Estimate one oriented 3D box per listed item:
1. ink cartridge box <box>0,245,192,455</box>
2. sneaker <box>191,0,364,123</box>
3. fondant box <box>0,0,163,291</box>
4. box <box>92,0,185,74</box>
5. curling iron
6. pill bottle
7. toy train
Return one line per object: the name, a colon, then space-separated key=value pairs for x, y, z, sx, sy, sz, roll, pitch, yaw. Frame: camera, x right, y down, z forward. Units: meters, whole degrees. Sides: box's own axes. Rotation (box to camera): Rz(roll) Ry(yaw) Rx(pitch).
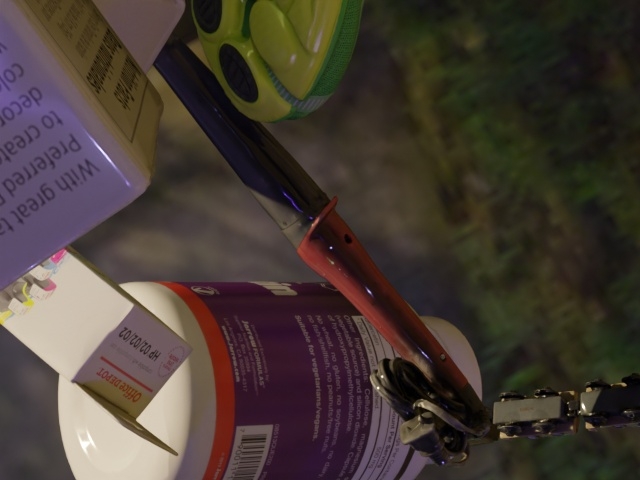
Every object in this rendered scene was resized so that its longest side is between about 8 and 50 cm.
ink cartridge box: x=-0.147 y=0.046 z=1.200 sx=0.181 sy=0.061 sz=0.104 roll=37 pitch=176 yaw=23
sneaker: x=0.014 y=-0.177 z=1.039 sx=0.123 sy=0.109 sz=0.296 roll=34 pitch=-134 yaw=-29
fondant box: x=-0.230 y=-0.086 z=0.489 sx=0.330 sy=0.238 sz=0.096 roll=54 pitch=-173 yaw=-13
box: x=-0.195 y=-0.114 z=0.863 sx=0.127 sy=0.149 sz=0.232 roll=21 pitch=-164 yaw=-50
curling iron: x=0.000 y=0.000 z=0.998 sx=0.274 sy=0.035 sz=0.068 roll=55 pitch=-164 yaw=-4
pill bottle: x=-0.032 y=0.122 z=1.565 sx=0.323 sy=0.181 sz=0.181 roll=1 pitch=-133 yaw=-40
toy train: x=0.121 y=0.096 z=1.080 sx=0.036 sy=0.158 sz=0.027 roll=30 pitch=-123 yaw=-47
